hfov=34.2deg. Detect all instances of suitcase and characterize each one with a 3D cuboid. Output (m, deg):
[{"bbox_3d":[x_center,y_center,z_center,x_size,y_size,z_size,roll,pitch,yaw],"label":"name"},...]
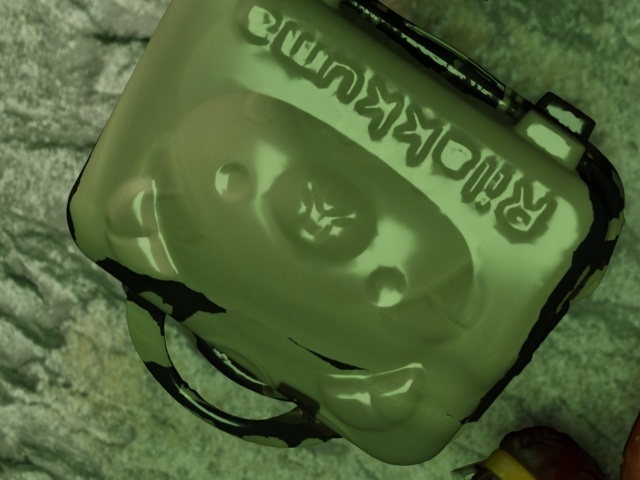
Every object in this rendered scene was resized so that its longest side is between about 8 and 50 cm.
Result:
[{"bbox_3d":[0.000,0.000,0.745,0.352,0.194,0.339,35,112,3],"label":"suitcase"}]

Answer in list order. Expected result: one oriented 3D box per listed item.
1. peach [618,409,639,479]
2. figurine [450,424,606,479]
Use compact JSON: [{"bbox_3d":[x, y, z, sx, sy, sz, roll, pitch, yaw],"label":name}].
[{"bbox_3d":[0.308,0.183,0.703,0.233,0.232,0.232,4,106,13],"label":"peach"},{"bbox_3d":[0.181,0.254,0.803,0.116,0.175,0.240,-19,114,-12],"label":"figurine"}]
